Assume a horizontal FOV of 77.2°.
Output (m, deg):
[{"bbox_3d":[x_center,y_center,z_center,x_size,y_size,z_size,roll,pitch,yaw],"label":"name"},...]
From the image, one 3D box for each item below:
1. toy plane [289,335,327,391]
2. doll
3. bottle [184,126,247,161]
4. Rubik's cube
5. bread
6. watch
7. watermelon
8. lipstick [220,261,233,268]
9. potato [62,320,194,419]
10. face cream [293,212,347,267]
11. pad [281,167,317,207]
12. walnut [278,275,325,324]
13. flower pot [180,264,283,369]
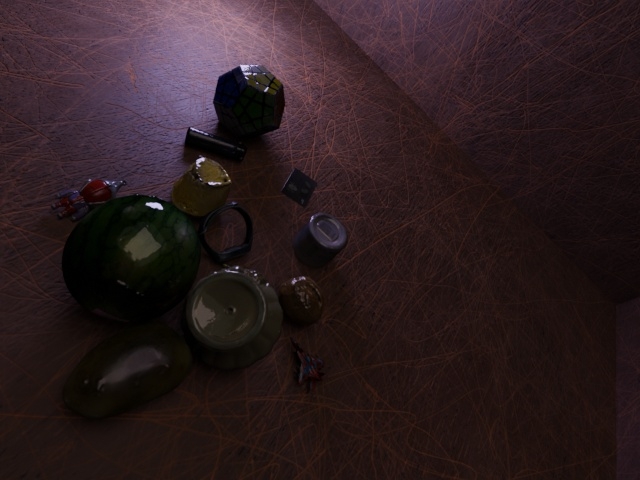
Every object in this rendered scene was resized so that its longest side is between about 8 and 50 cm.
[{"bbox_3d":[-0.055,0.406,1.353,0.130,0.061,0.189,-28,74,-43],"label":"toy plane"},{"bbox_3d":[-0.716,-0.140,1.259,0.228,0.075,0.102,-39,100,-35],"label":"doll"},{"bbox_3d":[-0.423,-0.394,1.640,0.245,0.072,0.081,15,71,-27],"label":"bottle"},{"bbox_3d":[-0.302,-0.592,1.727,0.264,0.319,0.318,23,43,-58],"label":"Rubik's cube"},{"bbox_3d":[-0.422,-0.187,1.433,0.197,0.170,0.197,24,36,-19],"label":"bread"},{"bbox_3d":[-0.334,-0.030,1.413,0.207,0.068,0.192,-19,97,-39],"label":"watch"},{"bbox_3d":[-0.506,0.043,1.102,0.364,0.363,0.362,18,51,-24],"label":"watermelon"},{"bbox_3d":[-0.297,0.109,1.407,0.116,0.037,0.037,33,47,-7],"label":"lipstick"},{"bbox_3d":[-0.485,0.328,1.028,0.308,0.173,0.210,-26,79,-46],"label":"potato"},{"bbox_3d":[0.000,0.000,1.608,0.178,0.153,0.177,18,50,-23],"label":"face cream"},{"bbox_3d":[-0.093,-0.242,1.814,0.127,0.004,0.190,33,46,-11],"label":"pad"},{"bbox_3d":[-0.063,0.215,1.418,0.156,0.155,0.184,-24,78,-43],"label":"walnut"},{"bbox_3d":[-0.254,0.212,1.152,0.308,0.244,0.306,2,72,-7],"label":"flower pot"}]
